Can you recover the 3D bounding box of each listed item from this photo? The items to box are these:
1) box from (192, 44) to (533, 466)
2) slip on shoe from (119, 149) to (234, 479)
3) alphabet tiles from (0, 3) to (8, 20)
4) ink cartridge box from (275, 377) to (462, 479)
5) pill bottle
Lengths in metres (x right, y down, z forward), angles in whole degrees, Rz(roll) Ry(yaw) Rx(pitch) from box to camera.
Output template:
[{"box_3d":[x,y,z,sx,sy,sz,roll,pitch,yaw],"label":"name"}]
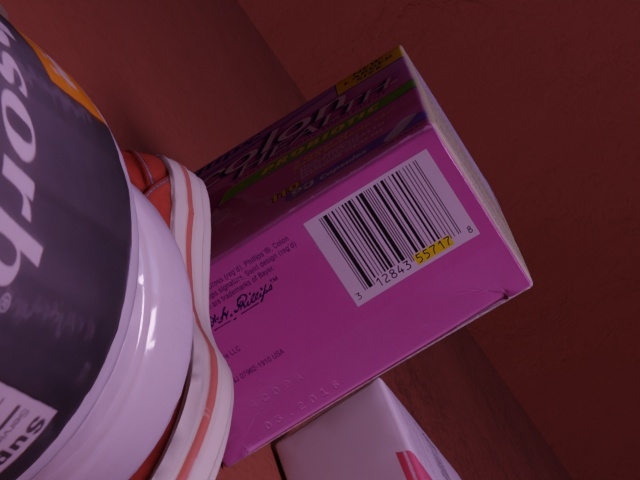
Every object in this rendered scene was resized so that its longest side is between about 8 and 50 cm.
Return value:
[{"box_3d":[0.000,0.000,1.196,0.117,0.213,0.243,57,8,-14],"label":"box"},{"box_3d":[-0.102,0.055,0.795,0.101,0.123,0.331,21,27,-18],"label":"slip on shoe"},{"box_3d":[-0.260,-0.191,1.067,0.285,0.011,0.342,55,8,-29],"label":"alphabet tiles"},{"box_3d":[0.074,0.221,1.260,0.218,0.092,0.158,50,11,-37],"label":"ink cartridge box"},{"box_3d":[-0.144,-0.007,0.490,0.162,0.162,0.278,61,8,24],"label":"pill bottle"}]
